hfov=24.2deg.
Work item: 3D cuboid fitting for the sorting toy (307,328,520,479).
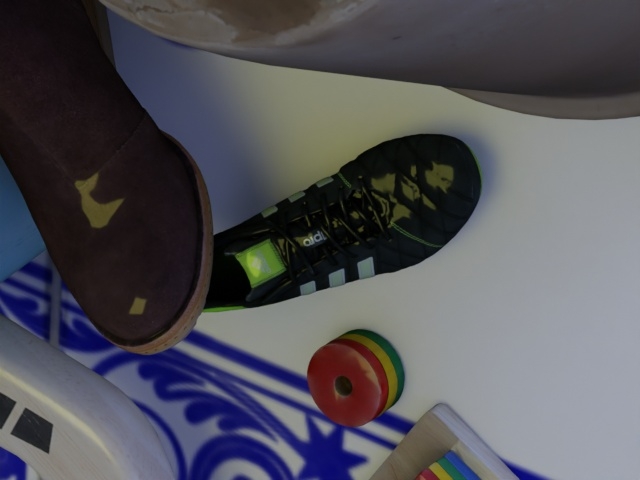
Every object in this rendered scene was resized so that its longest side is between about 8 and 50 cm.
[{"bbox_3d":[0.069,0.182,0.756,0.274,0.046,0.132,45,126,14],"label":"sorting toy"}]

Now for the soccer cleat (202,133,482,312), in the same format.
[{"bbox_3d":[0.000,0.000,0.726,0.179,0.072,0.060,-25,91,38],"label":"soccer cleat"}]

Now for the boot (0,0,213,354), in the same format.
[{"bbox_3d":[-0.152,-0.073,0.686,0.090,0.207,0.248,-30,62,17],"label":"boot"}]

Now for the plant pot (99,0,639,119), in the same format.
[{"bbox_3d":[0.045,-0.177,0.506,0.323,0.280,0.323,13,114,31],"label":"plant pot"}]

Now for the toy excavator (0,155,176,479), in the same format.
[{"bbox_3d":[-0.216,0.036,0.819,0.445,0.222,0.433,25,123,18],"label":"toy excavator"}]
